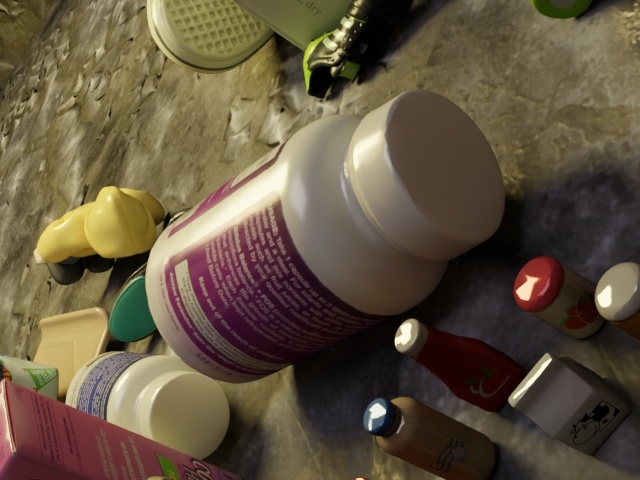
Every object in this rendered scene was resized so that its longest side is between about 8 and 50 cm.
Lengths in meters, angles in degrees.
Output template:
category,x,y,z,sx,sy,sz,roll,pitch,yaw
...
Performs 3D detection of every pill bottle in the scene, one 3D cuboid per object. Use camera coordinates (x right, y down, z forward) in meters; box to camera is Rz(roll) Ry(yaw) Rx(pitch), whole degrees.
category,x,y,z,sx,sy,sz,roll,pitch,yaw
pill bottle,0.000,0.000,0.863,0.301,0.169,0.169,-30,41,44
pill bottle,-0.171,0.169,1.042,0.186,0.112,0.112,-6,59,57

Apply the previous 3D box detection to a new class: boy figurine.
category,x,y,z,sx,sy,sz,roll,pitch,yaw
boy figurine,-0.271,-0.011,1.335,0.285,0.177,0.092,-17,94,61

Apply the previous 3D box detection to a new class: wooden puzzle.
category,x,y,z,sx,sy,sz,roll,pitch,yaw
wooden puzzle,-0.344,0.213,1.360,0.221,0.044,0.239,-14,59,53

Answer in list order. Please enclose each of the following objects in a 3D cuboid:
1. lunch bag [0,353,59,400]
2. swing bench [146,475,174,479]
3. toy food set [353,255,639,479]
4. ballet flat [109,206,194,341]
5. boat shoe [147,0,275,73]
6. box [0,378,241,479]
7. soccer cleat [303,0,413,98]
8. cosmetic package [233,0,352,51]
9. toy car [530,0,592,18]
category,x,y,z,sx,sy,sz,roll,pitch,yaw
lunch bag,-0.428,0.275,1.300,0.303,0.115,0.243,-23,57,51
swing bench,0.043,0.233,0.492,0.253,0.254,0.165,-10,56,55
toy food set,0.109,0.090,0.670,0.232,0.104,0.111,-53,30,14
ballet flat,-0.178,0.038,1.230,0.203,0.074,0.074,-53,29,26
boat shoe,-0.144,-0.367,1.421,0.156,0.186,0.500,-45,27,36
box,-0.205,0.270,0.869,0.214,0.243,0.117,-56,29,7
soccer cleat,0.041,-0.212,1.110,0.179,0.060,0.072,-35,47,49
cosmetic package,0.002,-0.491,1.134,0.393,0.327,0.329,-40,34,31
toy car,0.177,-0.301,0.825,0.149,0.188,0.155,-28,42,45
